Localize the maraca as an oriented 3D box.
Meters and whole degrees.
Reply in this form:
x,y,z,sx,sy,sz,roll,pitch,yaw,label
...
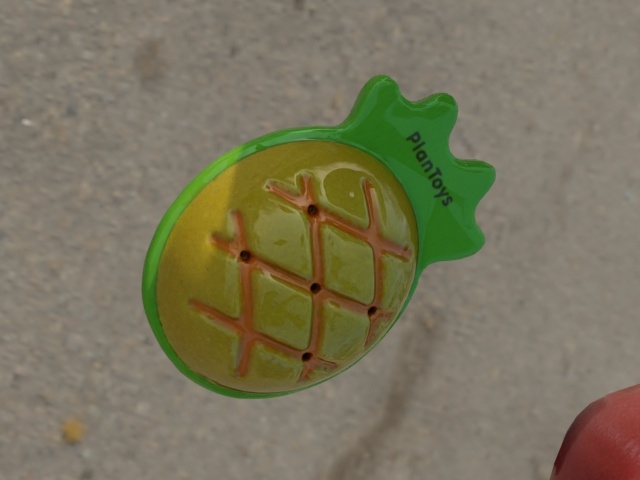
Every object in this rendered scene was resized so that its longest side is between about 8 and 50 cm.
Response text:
x,y,z,sx,sy,sz,roll,pitch,yaw,label
0.000,0.000,0.856,0.185,0.099,0.127,-35,115,-7,maraca

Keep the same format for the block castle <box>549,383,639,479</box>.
x,y,z,sx,sy,sz,roll,pitch,yaw,label
0.219,0.275,0.623,0.453,0.213,0.303,33,91,-14,block castle
